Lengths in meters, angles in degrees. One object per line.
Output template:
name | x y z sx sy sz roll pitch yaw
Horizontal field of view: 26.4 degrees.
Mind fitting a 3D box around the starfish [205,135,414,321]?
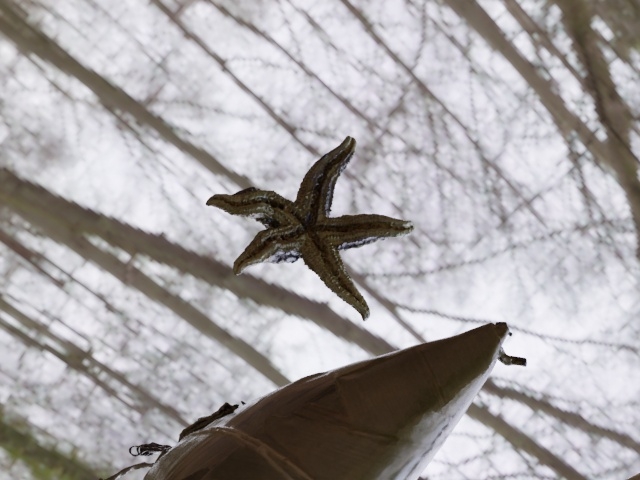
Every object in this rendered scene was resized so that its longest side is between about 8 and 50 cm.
starfish | 0.000 0.000 1.304 0.176 0.208 0.053 63 -26 17

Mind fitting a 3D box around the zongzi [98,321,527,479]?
zongzi | -0.020 0.201 1.350 0.418 0.181 0.447 -40 -172 -4

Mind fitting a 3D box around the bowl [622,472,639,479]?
bowl | 0.267 0.197 0.661 0.277 0.277 0.145 -23 -126 34
